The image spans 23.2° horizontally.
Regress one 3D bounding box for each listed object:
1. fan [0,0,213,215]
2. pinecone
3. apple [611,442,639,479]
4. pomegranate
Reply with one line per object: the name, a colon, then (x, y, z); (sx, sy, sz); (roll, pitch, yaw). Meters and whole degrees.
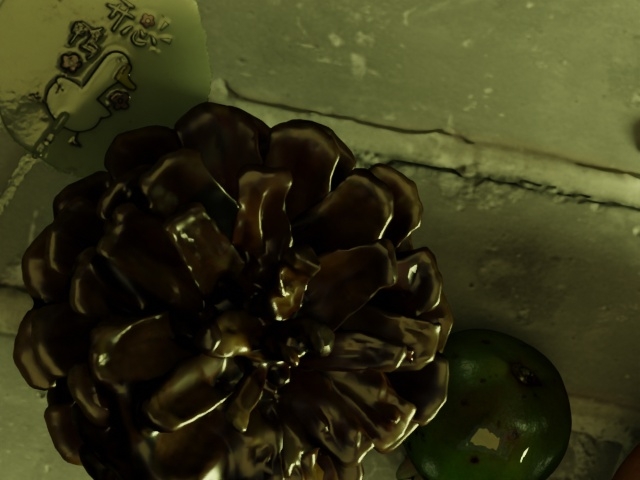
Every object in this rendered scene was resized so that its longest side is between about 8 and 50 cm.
fan: (-0.269, -0.104, 1.548); (0.233, 0.012, 0.414); (33, 104, -14)
pinecone: (-0.066, 0.061, 1.375); (0.398, 0.398, 0.397); (-1, 111, -4)
apple: (0.464, 0.344, 1.602); (0.364, 0.364, 0.364); (-1, 111, -4)
pomegranate: (0.155, 0.200, 1.624); (0.187, 0.187, 0.225); (20, 136, -11)
